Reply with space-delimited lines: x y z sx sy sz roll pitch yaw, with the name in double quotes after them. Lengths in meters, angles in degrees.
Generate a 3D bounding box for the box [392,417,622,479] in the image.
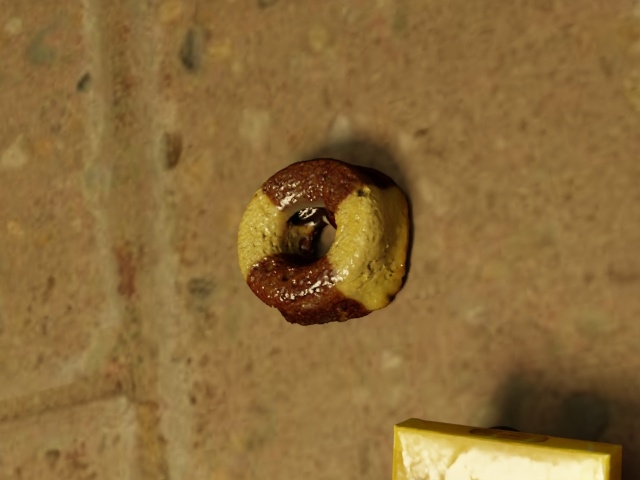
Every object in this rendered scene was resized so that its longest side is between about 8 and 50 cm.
0.118 0.259 1.122 0.152 0.043 0.269 6 98 27 "box"

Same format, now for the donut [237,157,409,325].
0.000 0.000 1.297 0.140 0.059 0.140 -10 71 30 "donut"

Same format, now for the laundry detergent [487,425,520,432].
0.069 0.215 1.200 0.206 0.061 0.097 -35 75 23 "laundry detergent"
